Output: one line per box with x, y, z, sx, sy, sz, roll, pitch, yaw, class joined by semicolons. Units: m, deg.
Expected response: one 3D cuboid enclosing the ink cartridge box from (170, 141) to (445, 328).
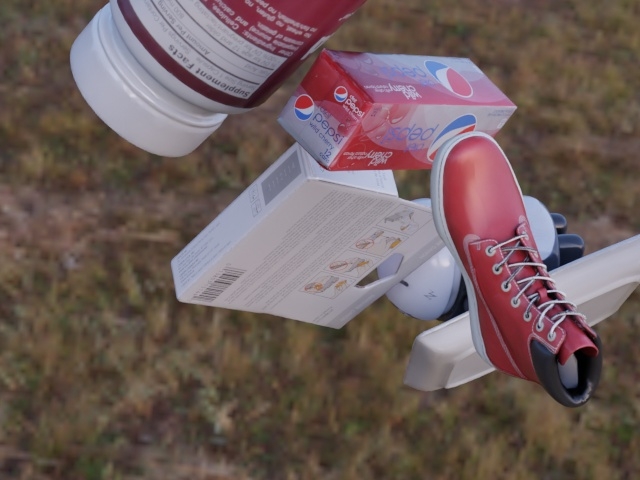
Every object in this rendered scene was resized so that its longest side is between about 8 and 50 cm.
0.000;0.000;2.072;0.261;0.296;0.066;12;53;-36;ink cartridge box

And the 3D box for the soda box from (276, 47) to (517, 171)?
0.082;-0.129;1.666;0.263;0.092;0.083;-6;48;-52;soda box

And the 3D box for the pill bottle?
-0.089;-0.281;1.834;0.224;0.392;0.224;33;33;-25;pill bottle

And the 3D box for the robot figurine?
0.213;0.026;2.250;0.278;0.174;0.209;-1;-8;-20;robot figurine

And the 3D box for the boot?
0.184;0.025;1.491;0.088;0.244;0.176;-22;19;-15;boot

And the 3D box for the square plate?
0.279;0.104;2.174;0.347;0.049;0.344;-23;-14;-6;square plate
